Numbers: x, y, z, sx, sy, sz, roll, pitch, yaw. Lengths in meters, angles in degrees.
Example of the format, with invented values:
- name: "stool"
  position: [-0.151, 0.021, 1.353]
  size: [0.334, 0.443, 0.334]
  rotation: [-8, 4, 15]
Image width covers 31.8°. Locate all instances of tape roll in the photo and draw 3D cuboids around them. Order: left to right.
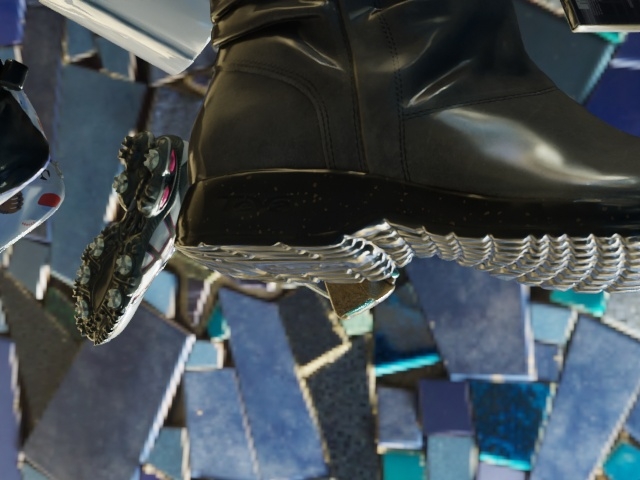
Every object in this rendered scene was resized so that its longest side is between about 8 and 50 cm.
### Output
- name: "tape roll"
  position: [-0.176, -0.326, 1.226]
  size: [0.169, 0.246, 0.246]
  rotation: [27, 59, -22]

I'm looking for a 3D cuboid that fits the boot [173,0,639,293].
- name: "boot"
  position: [0.086, -0.093, 0.565]
  size: [0.118, 0.338, 0.222]
  rotation: [55, 39, -71]

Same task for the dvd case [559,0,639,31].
- name: "dvd case"
  position: [0.303, -0.273, 1.086]
  size: [0.221, 0.018, 0.164]
  rotation: [-6, 68, -28]

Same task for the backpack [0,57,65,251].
- name: "backpack"
  position: [-0.387, -0.091, 1.096]
  size: [0.263, 0.276, 0.213]
  rotation: [56, -4, 46]

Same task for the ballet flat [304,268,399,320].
- name: "ballet flat"
  position: [0.000, 0.000, 1.636]
  size: [0.116, 0.124, 0.342]
  rotation: [33, 15, -39]

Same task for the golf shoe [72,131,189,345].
- name: "golf shoe"
  position: [-0.208, 0.006, 1.362]
  size: [0.120, 0.105, 0.273]
  rotation: [11, 106, -49]
